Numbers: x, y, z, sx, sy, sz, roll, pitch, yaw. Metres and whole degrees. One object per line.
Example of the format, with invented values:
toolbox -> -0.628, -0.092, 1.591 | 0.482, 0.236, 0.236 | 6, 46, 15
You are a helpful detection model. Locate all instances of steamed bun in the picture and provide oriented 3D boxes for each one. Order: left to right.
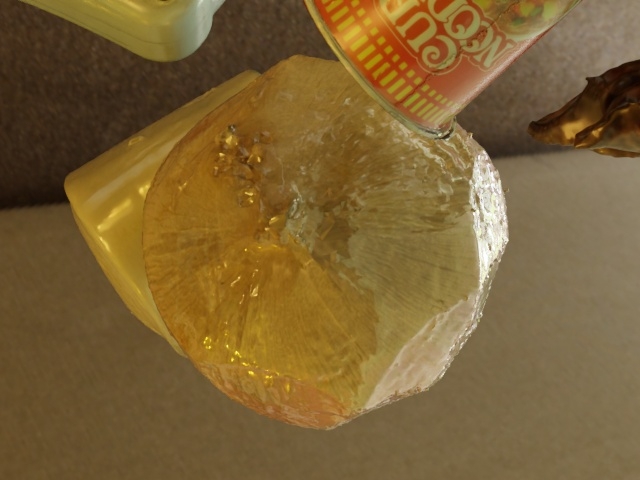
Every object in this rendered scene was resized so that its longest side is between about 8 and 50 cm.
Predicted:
steamed bun -> -0.129, -0.018, 1.693 | 0.371, 0.290, 0.456 | -30, 166, -1

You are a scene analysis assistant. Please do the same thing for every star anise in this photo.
star anise -> 0.363, -0.143, 1.068 | 0.292, 0.349, 0.109 | -30, 106, -10

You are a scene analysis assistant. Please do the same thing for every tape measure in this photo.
tape measure -> -0.204, -0.318, 1.229 | 0.246, 0.243, 0.125 | -62, 174, -19

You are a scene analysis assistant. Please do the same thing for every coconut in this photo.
coconut -> 0.000, 0.000, 1.250 | 0.405, 0.404, 0.404 | -20, 135, -21

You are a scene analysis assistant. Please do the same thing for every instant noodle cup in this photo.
instant noodle cup -> 0.120, -0.208, 0.866 | 0.212, 0.193, 0.193 | -36, 143, 26
